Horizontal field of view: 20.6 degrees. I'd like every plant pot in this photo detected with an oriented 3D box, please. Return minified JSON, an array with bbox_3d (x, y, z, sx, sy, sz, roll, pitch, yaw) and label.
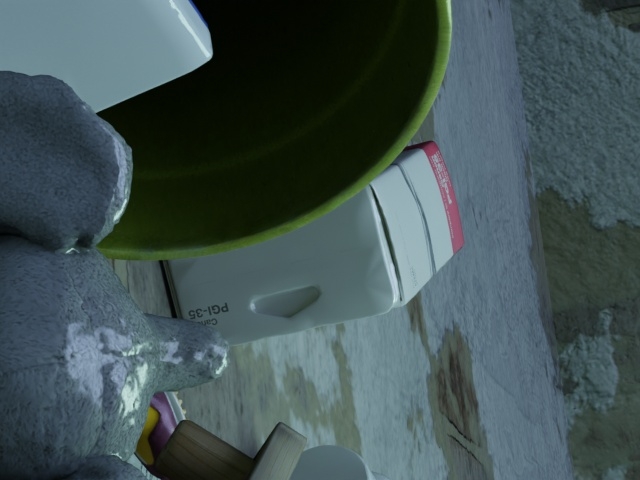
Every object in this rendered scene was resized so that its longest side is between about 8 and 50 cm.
[{"bbox_3d":[-0.121,-0.240,1.216,0.366,0.366,0.353,61,14,-46],"label":"plant pot"}]

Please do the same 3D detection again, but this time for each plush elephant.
[{"bbox_3d":[-0.169,0.054,0.884,0.330,0.255,0.272,-1,94,-68],"label":"plush elephant"}]

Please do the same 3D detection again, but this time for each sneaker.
[{"bbox_3d":[-0.162,0.098,1.238,0.084,0.069,0.185,-31,95,-35],"label":"sneaker"}]

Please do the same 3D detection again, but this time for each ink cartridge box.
[{"bbox_3d":[0.000,0.000,1.612,0.283,0.207,0.117,-33,109,-73],"label":"ink cartridge box"}]

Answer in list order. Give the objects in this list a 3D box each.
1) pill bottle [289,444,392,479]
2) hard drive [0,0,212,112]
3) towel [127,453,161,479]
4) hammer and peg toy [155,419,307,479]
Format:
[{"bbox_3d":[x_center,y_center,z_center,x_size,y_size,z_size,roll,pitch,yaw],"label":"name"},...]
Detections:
[{"bbox_3d":[0.039,0.302,1.659,0.246,0.136,0.136,62,23,-44],"label":"pill bottle"},{"bbox_3d":[-0.223,-0.171,0.967,0.319,0.210,0.040,55,18,-48],"label":"hard drive"},{"bbox_3d":[-0.106,0.298,1.331,0.312,0.056,0.324,57,27,-50],"label":"towel"},{"bbox_3d":[-0.113,0.276,0.967,0.127,0.266,0.361,32,30,-1],"label":"hammer and peg toy"}]
